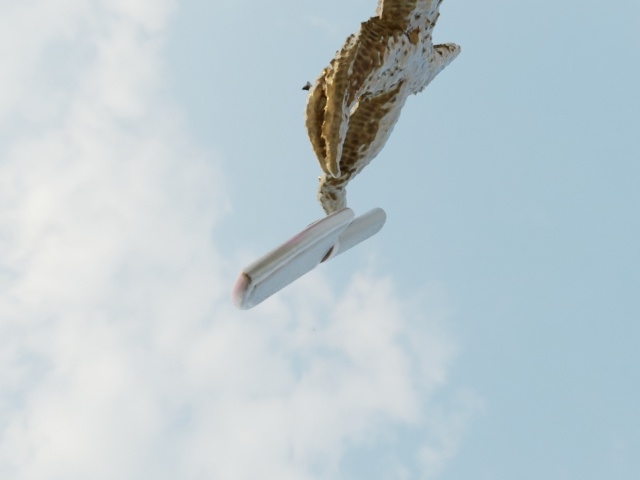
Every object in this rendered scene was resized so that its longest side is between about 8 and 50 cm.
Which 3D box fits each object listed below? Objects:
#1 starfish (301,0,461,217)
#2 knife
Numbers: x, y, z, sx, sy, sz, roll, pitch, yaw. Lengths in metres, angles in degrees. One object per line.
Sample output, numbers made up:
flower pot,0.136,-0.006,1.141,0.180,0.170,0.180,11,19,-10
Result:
starfish,0.061,-0.124,0.727,0.062,0.236,0.277,30,-55,16
knife,-0.001,-0.001,0.620,0.022,0.256,0.046,44,-70,7
